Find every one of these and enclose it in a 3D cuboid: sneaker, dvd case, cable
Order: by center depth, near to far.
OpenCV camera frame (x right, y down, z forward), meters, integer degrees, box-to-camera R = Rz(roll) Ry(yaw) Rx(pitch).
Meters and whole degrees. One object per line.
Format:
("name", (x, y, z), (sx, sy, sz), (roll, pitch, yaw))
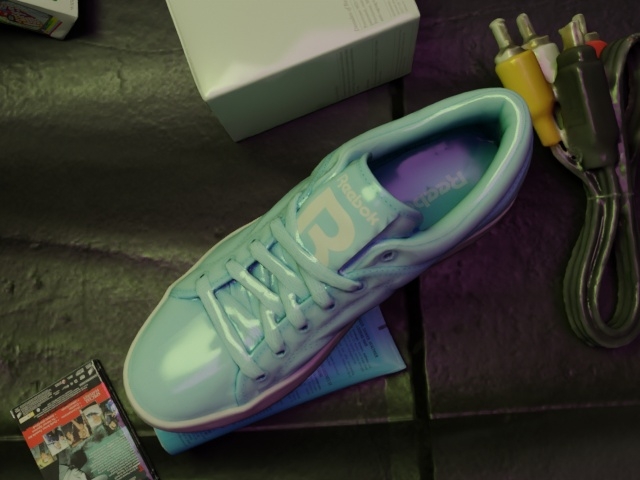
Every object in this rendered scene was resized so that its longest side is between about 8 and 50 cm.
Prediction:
("sneaker", (0.000, 0.000, 0.417), (0.366, 0.150, 0.135), (-38, 71, -10))
("cable", (0.232, -0.060, 0.488), (0.139, 0.072, 0.287), (-13, 94, -20))
("dvd case", (-0.207, 0.178, 0.499), (0.087, 0.013, 0.119), (-32, 79, 0))

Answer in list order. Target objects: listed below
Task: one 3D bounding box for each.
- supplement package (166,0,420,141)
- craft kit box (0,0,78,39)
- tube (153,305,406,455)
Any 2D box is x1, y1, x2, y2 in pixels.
("supplement package", (-0.021, -0.175, 0.487), (0.179, 0.105, 0.105), (-21, 81, 1))
("craft kit box", (-0.340, -0.326, 0.486), (0.061, 0.246, 0.250), (-13, 78, 47))
("tube", (-0.037, 0.111, 0.479), (0.207, 0.052, 0.080), (-23, 85, -4))
